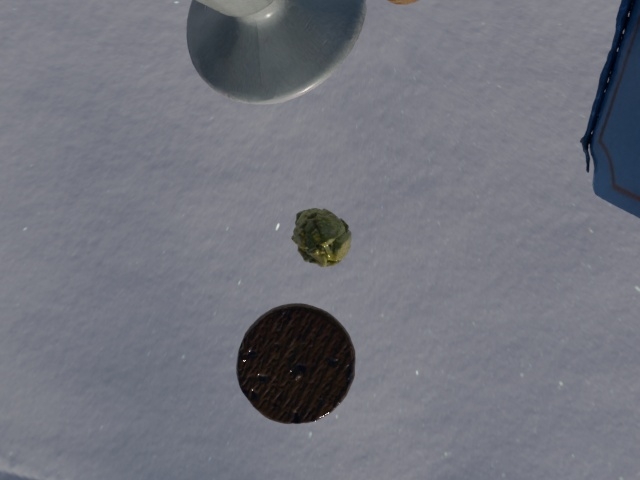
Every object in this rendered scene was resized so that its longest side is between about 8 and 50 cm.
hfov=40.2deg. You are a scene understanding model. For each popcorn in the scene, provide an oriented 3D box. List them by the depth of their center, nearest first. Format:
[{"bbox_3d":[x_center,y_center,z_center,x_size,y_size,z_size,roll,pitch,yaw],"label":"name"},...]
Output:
[{"bbox_3d":[0.000,0.000,1.645,0.116,0.106,0.121,1,141,14],"label":"popcorn"}]

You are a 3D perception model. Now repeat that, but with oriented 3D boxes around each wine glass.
[{"bbox_3d":[-0.065,-0.171,0.478,0.164,0.196,0.165,-5,74,18],"label":"wine glass"}]

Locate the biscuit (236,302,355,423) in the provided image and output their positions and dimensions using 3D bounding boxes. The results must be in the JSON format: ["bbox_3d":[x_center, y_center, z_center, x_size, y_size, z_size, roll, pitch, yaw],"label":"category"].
[{"bbox_3d":[-0.042,0.210,1.494,0.212,0.036,0.212,0,94,3],"label":"biscuit"}]

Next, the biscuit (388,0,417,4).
[{"bbox_3d":[0.076,-0.420,0.871,0.275,0.052,0.355,-33,72,31],"label":"biscuit"}]

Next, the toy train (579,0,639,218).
[{"bbox_3d":[0.379,-0.133,0.750,0.188,0.265,0.300,2,112,-27],"label":"toy train"}]
